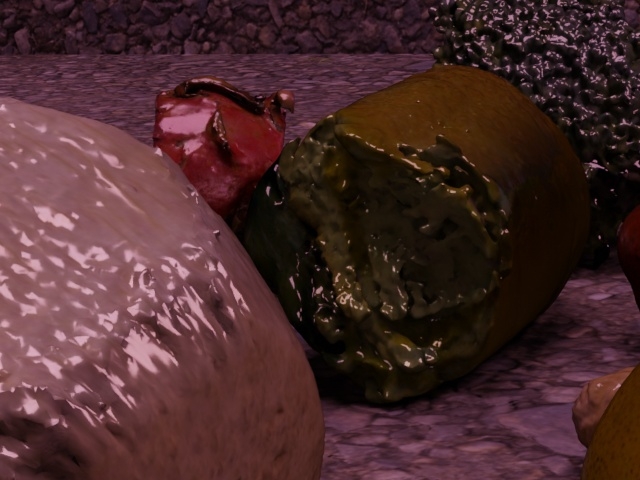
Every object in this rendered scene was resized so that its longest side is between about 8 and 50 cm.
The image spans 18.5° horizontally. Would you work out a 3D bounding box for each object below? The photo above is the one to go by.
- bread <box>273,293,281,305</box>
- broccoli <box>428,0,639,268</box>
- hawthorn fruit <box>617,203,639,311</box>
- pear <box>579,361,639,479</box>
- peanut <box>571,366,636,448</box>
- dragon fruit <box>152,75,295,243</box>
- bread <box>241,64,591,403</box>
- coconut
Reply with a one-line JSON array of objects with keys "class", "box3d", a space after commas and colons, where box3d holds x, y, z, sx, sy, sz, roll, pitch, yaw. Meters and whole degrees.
[{"class": "bread", "box3d": [-0.134, 0.042, 1.834, 0.188, 0.068, 0.125, 3, 14, 26]}, {"class": "broccoli", "box3d": [0.219, -0.109, 2.046, 0.293, 0.281, 0.348, -28, 57, -15]}, {"class": "hawthorn fruit", "box3d": [0.348, 0.025, 1.621, 0.181, 0.181, 0.235, -4, 26, -6]}, {"class": "pear", "box3d": [0.229, 0.140, 1.030, 0.198, 0.198, 0.198, -3, 13, 1]}, {"class": "peanut", "box3d": [0.261, 0.127, 1.353, 0.174, 0.080, 0.080, 1, 13, 9]}, {"class": "dragon fruit", "box3d": [-0.099, -0.067, 2.010, 0.147, 0.211, 0.282, 1, 15, 2]}, {"class": "bread", "box3d": [0.100, -0.027, 1.689, 0.251, 0.208, 0.376, 43, 24, 10]}, {"class": "coconut", "box3d": [-0.220, 0.107, 0.942, 0.415, 0.345, 0.415, 0, 15, 0]}]
